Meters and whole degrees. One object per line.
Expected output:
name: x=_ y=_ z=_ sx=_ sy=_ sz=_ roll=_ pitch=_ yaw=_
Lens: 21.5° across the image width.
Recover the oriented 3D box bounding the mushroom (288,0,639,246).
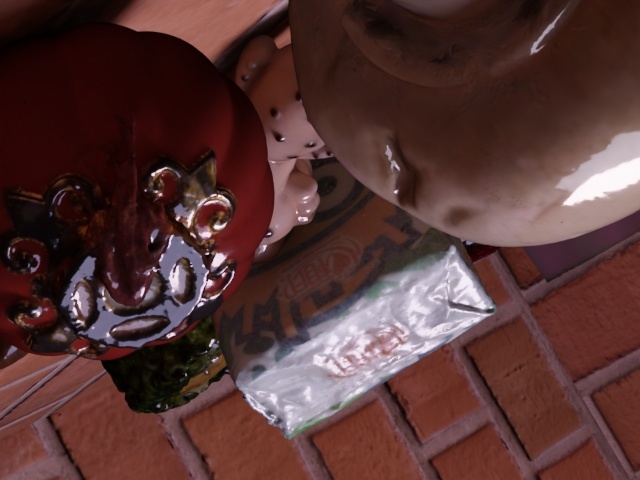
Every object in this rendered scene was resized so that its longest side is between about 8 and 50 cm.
mushroom: x=0.091 y=-0.154 z=0.957 sx=0.314 sy=0.314 sz=0.336 roll=-33 pitch=153 yaw=28

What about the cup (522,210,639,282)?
cup: x=0.151 y=-0.126 z=1.227 sx=0.203 sy=0.288 sz=0.203 roll=-30 pitch=176 yaw=-3

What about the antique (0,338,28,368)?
antique: x=-0.220 y=-0.001 z=1.357 sx=0.257 sy=0.121 sz=0.143 roll=-40 pitch=180 yaw=23

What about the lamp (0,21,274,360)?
lamp: x=-0.138 y=-0.024 z=1.050 sx=0.227 sy=0.227 sz=0.227 roll=-29 pitch=174 yaw=-3

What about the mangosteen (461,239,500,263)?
mangosteen: x=0.117 y=-0.101 z=1.770 sx=0.235 sy=0.235 sz=0.261 roll=-29 pitch=141 yaw=-8

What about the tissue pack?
tissue pack: x=0.000 y=0.000 z=1.549 sx=0.228 sy=0.311 sz=0.128 roll=-32 pitch=131 yaw=9

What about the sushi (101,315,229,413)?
sushi: x=-0.119 y=0.047 z=1.933 sx=0.294 sy=0.178 sz=0.352 roll=-30 pitch=172 yaw=-26

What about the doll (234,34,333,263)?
doll: x=-0.032 y=-0.088 z=1.381 sx=0.278 sy=0.154 sz=0.119 roll=-37 pitch=-161 yaw=38
